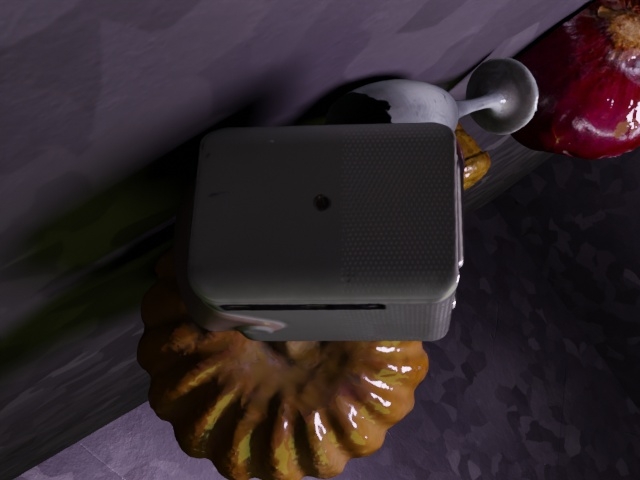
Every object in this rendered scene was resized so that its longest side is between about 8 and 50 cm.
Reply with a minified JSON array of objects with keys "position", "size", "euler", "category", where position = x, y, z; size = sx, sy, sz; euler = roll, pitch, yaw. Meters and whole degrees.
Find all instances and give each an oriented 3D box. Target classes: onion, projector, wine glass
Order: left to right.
[{"position":[0.000,0.000,0.601],"size":[0.243,0.163,0.177],"euler":[-1,159,7],"category":"projector"},{"position":[0.177,-0.070,0.750],"size":[0.310,0.264,0.096],"euler":[-24,167,-47],"category":"wine glass"},{"position":[0.385,-0.208,0.987],"size":[0.206,0.207,0.216],"euler":[-34,167,-19],"category":"onion"}]

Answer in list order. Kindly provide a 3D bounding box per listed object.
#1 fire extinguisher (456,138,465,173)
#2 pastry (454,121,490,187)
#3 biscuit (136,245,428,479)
[{"position":[0.049,-0.053,0.973],"size":[0.138,0.102,0.344],"euler":[4,159,-25],"category":"fire extinguisher"},{"position":[0.163,-0.102,1.074],"size":[0.189,0.103,0.188],"euler":[-32,172,-5],"category":"pastry"},{"position":[-0.032,0.101,0.742],"size":[0.326,0.325,0.107],"euler":[-31,178,-15],"category":"biscuit"}]
